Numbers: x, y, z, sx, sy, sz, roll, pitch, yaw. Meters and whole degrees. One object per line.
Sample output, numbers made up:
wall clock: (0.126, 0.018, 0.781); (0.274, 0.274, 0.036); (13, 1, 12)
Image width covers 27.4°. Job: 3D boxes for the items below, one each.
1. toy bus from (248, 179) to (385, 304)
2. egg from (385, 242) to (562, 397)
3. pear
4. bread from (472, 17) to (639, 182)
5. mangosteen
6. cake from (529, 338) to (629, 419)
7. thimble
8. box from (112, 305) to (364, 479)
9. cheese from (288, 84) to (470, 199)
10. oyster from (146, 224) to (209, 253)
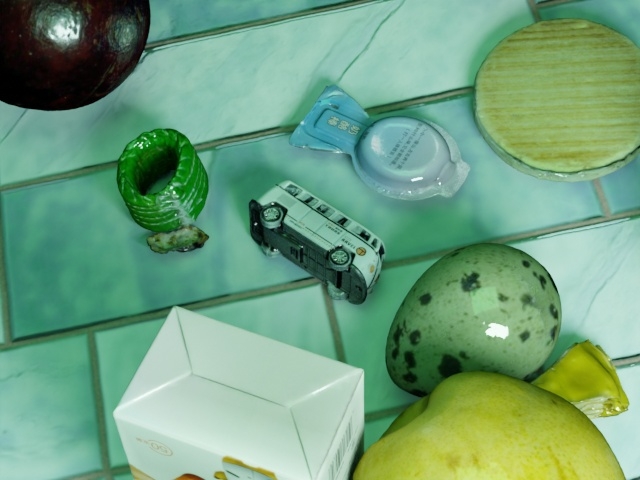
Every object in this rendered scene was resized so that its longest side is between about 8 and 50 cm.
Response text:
toy bus: (0.000, 0.000, 1.703); (0.194, 0.087, 0.089); (32, 59, 22)
egg: (0.180, 0.104, 1.575); (0.228, 0.177, 0.177); (-35, 62, 4)
pear: (0.182, 0.297, 1.388); (0.314, 0.314, 0.314); (-2, 60, 4)
bread: (0.335, -0.191, 1.802); (0.267, 0.040, 0.267); (-3, 61, 5)
mangosteen: (-0.384, -0.338, 1.803); (0.330, 0.330, 0.330); (-2, 60, 4)
cake: (0.279, 0.164, 1.571); (0.185, 0.079, 0.116); (-5, 57, -10)
thimble: (-0.212, -0.079, 1.758); (0.118, 0.090, 0.130); (-24, 53, -3)
box: (-0.076, 0.246, 1.423); (0.225, 0.341, 0.143); (18, 55, 14)
cheese: (0.086, -0.127, 1.784); (0.245, 0.052, 0.135); (26, 63, 20)
oyster: (-0.189, 0.002, 1.755); (0.083, 0.019, 0.054); (-14, 39, -13)
